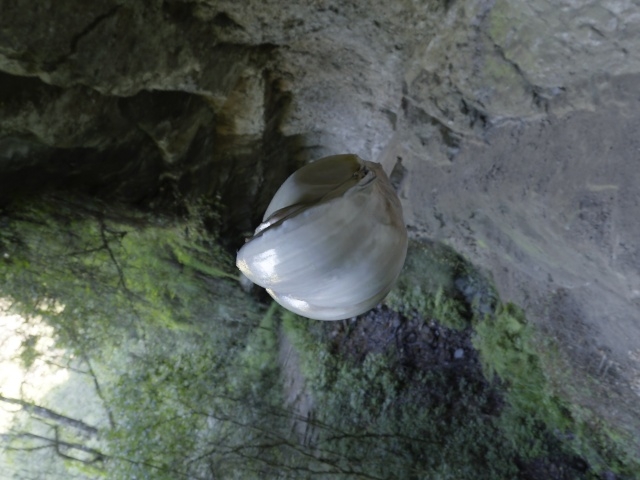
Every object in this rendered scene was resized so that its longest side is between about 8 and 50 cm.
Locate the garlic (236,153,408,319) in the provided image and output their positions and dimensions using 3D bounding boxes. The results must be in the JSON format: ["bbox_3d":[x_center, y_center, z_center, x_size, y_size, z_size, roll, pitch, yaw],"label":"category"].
[{"bbox_3d":[0.008,0.011,0.598,0.203,0.184,0.281,-26,19,12],"label":"garlic"}]
